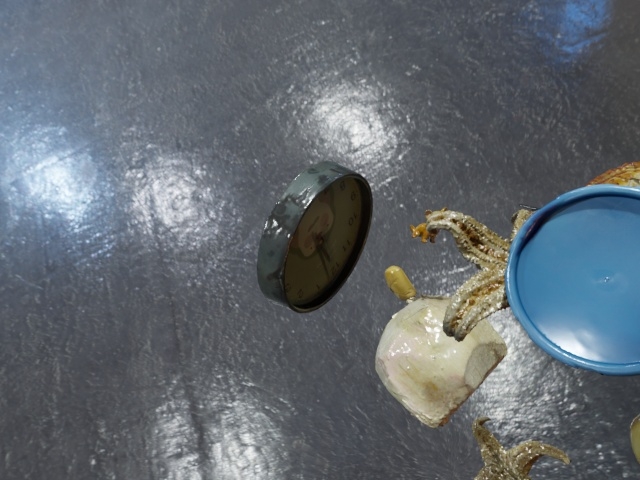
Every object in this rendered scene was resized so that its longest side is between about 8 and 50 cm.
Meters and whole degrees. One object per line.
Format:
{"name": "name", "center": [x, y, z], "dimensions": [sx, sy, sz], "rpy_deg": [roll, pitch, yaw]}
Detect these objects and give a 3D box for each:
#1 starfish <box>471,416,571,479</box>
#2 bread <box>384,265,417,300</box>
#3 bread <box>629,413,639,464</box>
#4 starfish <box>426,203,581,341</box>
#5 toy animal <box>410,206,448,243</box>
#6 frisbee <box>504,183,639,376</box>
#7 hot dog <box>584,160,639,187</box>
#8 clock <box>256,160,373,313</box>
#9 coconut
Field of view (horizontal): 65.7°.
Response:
{"name": "starfish", "center": [0.467, 0.604, 1.225], "dimensions": [0.299, 0.060, 0.302], "rpy_deg": [35, 97, 45]}
{"name": "bread", "center": [0.230, 0.131, 1.462], "dimensions": [0.056, 0.082, 0.115], "rpy_deg": [-38, 103, -14]}
{"name": "bread", "center": [0.744, 0.439, 1.006], "dimensions": [0.105, 0.213, 0.213], "rpy_deg": [-22, 58, -25]}
{"name": "starfish", "center": [0.315, 0.035, 0.778], "dimensions": [0.312, 0.113, 0.303], "rpy_deg": [13, 50, 17]}
{"name": "toy animal", "center": [0.235, -0.038, 1.066], "dimensions": [0.081, 0.061, 0.083], "rpy_deg": [47, 126, 49]}
{"name": "frisbee", "center": [0.363, 0.048, 0.630], "dimensions": [0.242, 0.045, 0.242], "rpy_deg": [-7, 76, 30]}
{"name": "hot dog", "center": [0.444, -0.076, 0.744], "dimensions": [0.192, 0.099, 0.053], "rpy_deg": [-30, 99, -11]}
{"name": "clock", "center": [0.000, -0.001, 1.013], "dimensions": [0.066, 0.319, 0.318], "rpy_deg": [25, 74, 28]}
{"name": "coconut", "center": [0.272, 0.270, 1.189], "dimensions": [0.254, 0.297, 0.297], "rpy_deg": [41, 81, 23]}
